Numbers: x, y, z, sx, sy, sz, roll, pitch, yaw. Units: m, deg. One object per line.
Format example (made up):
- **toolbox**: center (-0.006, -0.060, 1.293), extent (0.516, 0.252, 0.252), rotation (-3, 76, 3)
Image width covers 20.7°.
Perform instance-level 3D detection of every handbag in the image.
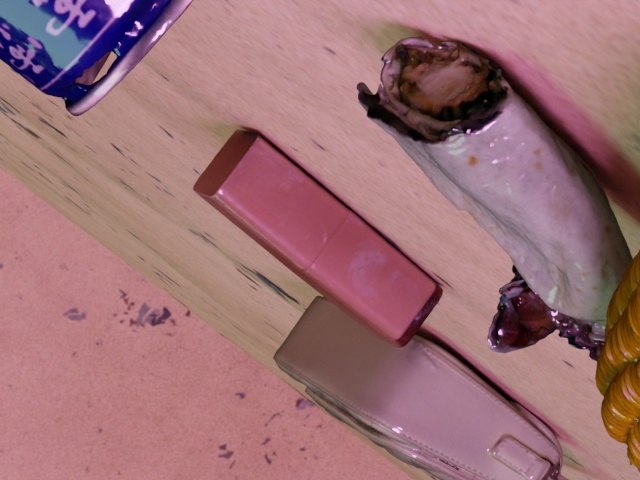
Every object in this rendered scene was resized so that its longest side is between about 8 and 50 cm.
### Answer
- **handbag**: center (0.091, 0.136, 1.286), extent (0.219, 0.079, 0.256), rotation (36, 175, -19)

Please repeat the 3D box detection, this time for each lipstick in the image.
- **lipstick**: center (0.000, 0.000, 0.975), extent (0.145, 0.045, 0.045), rotation (39, 174, -23)

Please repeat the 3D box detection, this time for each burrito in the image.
- **burrito**: center (0.067, -0.016, 0.584), extent (0.118, 0.044, 0.074), rotation (43, 173, -27)

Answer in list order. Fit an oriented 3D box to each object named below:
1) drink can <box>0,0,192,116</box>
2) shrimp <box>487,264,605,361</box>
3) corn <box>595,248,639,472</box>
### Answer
- **drink can**: center (-0.139, -0.146, 0.540), extent (0.235, 0.097, 0.097), rotation (38, 172, -16)
- **shrimp**: center (0.147, 0.053, 0.648), extent (0.174, 0.076, 0.082), rotation (37, 133, 29)
- **corn**: center (0.119, 0.024, 0.475), extent (0.080, 0.080, 0.238), rotation (35, 170, 10)
